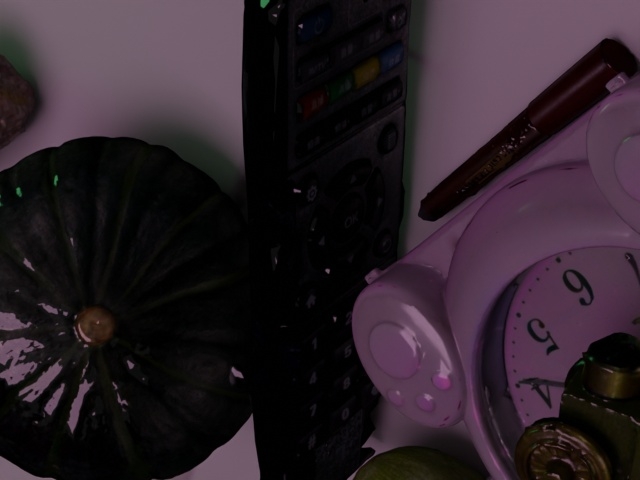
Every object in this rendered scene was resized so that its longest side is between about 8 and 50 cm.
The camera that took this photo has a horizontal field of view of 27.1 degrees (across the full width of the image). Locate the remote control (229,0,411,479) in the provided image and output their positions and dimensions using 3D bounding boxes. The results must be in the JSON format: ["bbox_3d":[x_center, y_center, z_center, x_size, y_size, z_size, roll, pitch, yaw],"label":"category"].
[{"bbox_3d":[0.000,0.000,0.832,0.062,0.144,0.398,23,129,30],"label":"remote control"}]

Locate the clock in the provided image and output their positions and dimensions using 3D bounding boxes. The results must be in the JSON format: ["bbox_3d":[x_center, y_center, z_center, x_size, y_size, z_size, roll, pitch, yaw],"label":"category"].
[{"bbox_3d":[0.201,0.085,0.728,0.322,0.113,0.295,52,134,3],"label":"clock"}]

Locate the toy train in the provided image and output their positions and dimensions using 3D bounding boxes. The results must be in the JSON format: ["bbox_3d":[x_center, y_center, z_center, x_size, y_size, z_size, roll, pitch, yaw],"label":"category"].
[{"bbox_3d":[0.166,0.153,0.659,0.137,0.090,0.225,18,125,26],"label":"toy train"}]

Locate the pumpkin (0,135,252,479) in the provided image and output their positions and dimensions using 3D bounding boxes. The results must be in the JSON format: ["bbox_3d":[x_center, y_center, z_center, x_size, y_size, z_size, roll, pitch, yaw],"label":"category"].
[{"bbox_3d":[-0.150,0.049,0.951,0.250,0.216,0.249,2,107,5],"label":"pumpkin"}]

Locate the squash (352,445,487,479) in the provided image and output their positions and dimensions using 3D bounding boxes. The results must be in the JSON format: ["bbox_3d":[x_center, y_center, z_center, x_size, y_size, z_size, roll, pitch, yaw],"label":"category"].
[{"bbox_3d":[0.149,0.291,0.882,0.370,0.118,0.118,50,134,4],"label":"squash"}]

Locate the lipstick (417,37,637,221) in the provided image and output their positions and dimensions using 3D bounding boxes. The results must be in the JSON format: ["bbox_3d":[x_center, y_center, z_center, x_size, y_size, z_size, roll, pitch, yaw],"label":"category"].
[{"bbox_3d":[0.116,-0.059,0.782,0.027,0.027,0.176,53,136,4],"label":"lipstick"}]

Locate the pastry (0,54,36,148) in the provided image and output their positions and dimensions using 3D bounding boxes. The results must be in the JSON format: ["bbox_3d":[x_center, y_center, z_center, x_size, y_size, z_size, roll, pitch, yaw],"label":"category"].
[{"bbox_3d":[-0.329,-0.082,1.085,0.265,0.112,0.103,-28,95,35],"label":"pastry"}]
